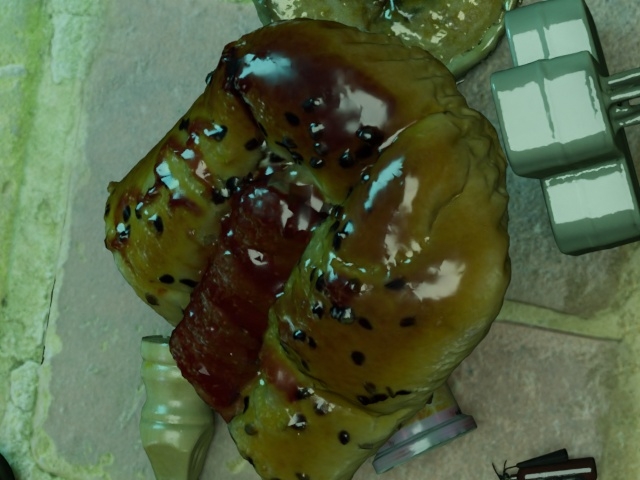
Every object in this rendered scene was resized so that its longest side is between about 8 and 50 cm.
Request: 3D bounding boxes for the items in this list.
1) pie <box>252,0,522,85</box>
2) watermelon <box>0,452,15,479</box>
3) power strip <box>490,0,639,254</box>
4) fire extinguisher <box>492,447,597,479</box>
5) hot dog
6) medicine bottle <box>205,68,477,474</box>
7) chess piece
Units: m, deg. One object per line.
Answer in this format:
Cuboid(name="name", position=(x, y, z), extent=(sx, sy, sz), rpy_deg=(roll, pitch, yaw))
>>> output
Cuboid(name="pie", position=(0.066, -0.268, 1.665), extent=(0.274, 0.055, 0.274), rpy_deg=(0, 92, -5))
Cuboid(name="watermelon", position=(-0.360, 0.246, 1.762), extent=(0.110, 0.078, 0.078), rpy_deg=(45, 98, 10))
Cuboid(name="power strip", position=(0.247, -0.111, 1.534), extent=(0.141, 0.261, 0.229), rpy_deg=(-15, 84, 14))
Cuboid(name="fire extinguisher", position=(0.214, 0.221, 1.640), extent=(0.100, 0.046, 0.032), rpy_deg=(-8, 73, 12))
Cuboid(name="hot dog", position=(0.000, 0.000, 1.485), extent=(0.365, 0.196, 0.367), rpy_deg=(-45, 71, 36))
Cuboid(name="medicine bottle", position=(0.012, 0.014, 1.665), extent=(0.108, 0.108, 0.426), rpy_deg=(-27, 81, 11))
Cuboid(name="chess piece", position=(-0.144, 0.199, 1.706), extent=(0.090, 0.090, 0.200), rpy_deg=(5, 91, 14))
